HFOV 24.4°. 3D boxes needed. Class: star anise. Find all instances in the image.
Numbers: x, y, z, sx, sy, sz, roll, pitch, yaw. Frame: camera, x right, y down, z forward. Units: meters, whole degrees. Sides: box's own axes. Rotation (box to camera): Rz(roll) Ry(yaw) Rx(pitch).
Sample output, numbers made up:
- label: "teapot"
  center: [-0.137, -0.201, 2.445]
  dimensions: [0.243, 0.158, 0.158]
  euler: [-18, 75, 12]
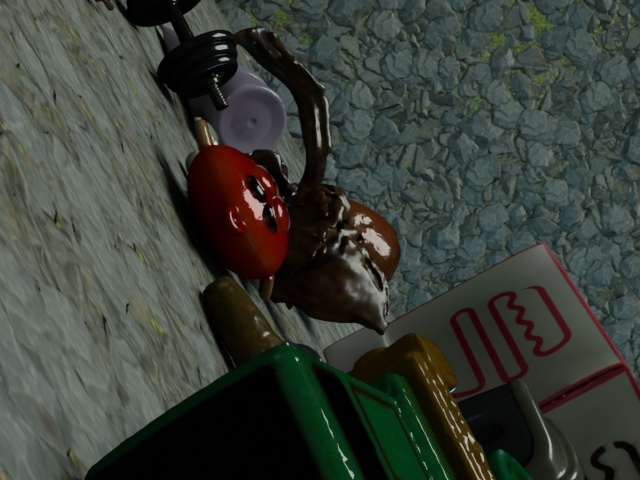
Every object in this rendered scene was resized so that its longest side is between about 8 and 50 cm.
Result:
- label: "star anise"
  center: [-0.032, -0.054, 1.551]
  dimensions: [0.237, 0.148, 0.346]
  euler: [150, -75, -78]

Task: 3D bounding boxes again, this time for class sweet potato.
- label: "sweet potato"
  center: [-0.006, 0.149, 1.111]
  dimensions: [0.108, 0.079, 0.346]
  euler: [42, 13, -40]

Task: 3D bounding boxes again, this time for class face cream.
- label: "face cream"
  center: [-0.125, -0.178, 1.815]
  dimensions: [0.154, 0.096, 0.274]
  euler: [53, -5, -29]

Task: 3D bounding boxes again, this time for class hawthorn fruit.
- label: "hawthorn fruit"
  center: [0.017, 0.002, 1.819]
  dimensions: [0.149, 0.149, 0.189]
  euler: [-81, 147, -83]

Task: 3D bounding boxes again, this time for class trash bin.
- label: "trash bin"
  center: [0.155, 0.284, 1.343]
  dimensions: [0.182, 0.209, 0.290]
  euler: [-106, 173, -76]

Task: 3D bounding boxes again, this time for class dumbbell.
- label: "dumbbell"
  center: [-0.154, -0.235, 1.658]
  dimensions: [0.208, 0.099, 0.099]
  euler: [62, 4, 14]

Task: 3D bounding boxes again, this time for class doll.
- label: "doll"
  center: [-0.079, -0.033, 1.380]
  dimensions: [0.183, 0.085, 0.217]
  euler: [63, -5, 3]

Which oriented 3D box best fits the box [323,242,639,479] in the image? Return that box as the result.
- label: "box"
  center: [0.217, 0.240, 1.650]
  dimensions: [0.314, 0.300, 0.312]
  euler: [60, 5, -26]

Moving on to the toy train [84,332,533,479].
- label: "toy train"
  center: [0.040, 0.212, 0.678]
  dimensions: [0.249, 0.178, 0.429]
  euler: [37, 23, -57]

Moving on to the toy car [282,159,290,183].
- label: "toy car"
  center: [-0.067, -0.070, 1.904]
  dimensions: [0.095, 0.056, 0.205]
  euler: [63, 6, 18]

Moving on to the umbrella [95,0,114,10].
- label: "umbrella"
  center: [-0.230, -0.263, 1.408]
  dimensions: [0.165, 0.027, 0.025]
  euler: [55, 44, -61]
